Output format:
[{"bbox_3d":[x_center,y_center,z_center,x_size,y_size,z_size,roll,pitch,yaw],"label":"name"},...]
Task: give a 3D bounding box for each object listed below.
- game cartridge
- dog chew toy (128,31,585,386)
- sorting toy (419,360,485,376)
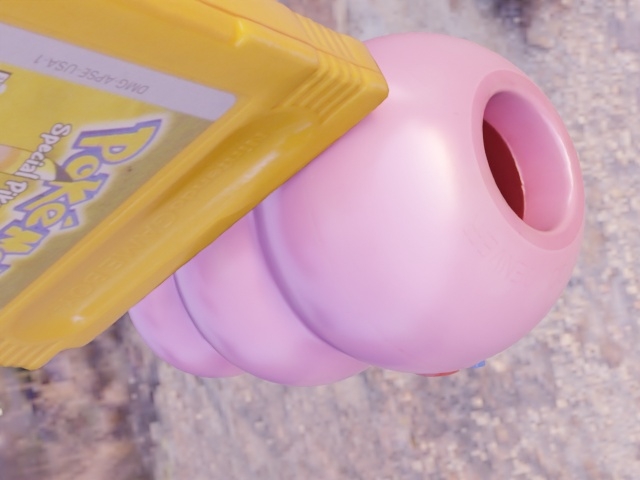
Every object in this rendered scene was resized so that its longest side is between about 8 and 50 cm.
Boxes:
[{"bbox_3d":[-0.156,-0.031,0.655,0.285,0.324,0.052,-38,62,24],"label":"game cartridge"},{"bbox_3d":[0.000,0.000,0.883,0.332,0.207,0.206,-21,78,39],"label":"dog chew toy"},{"bbox_3d":[0.110,0.086,1.178,0.061,0.102,0.042,-1,98,19],"label":"sorting toy"}]
